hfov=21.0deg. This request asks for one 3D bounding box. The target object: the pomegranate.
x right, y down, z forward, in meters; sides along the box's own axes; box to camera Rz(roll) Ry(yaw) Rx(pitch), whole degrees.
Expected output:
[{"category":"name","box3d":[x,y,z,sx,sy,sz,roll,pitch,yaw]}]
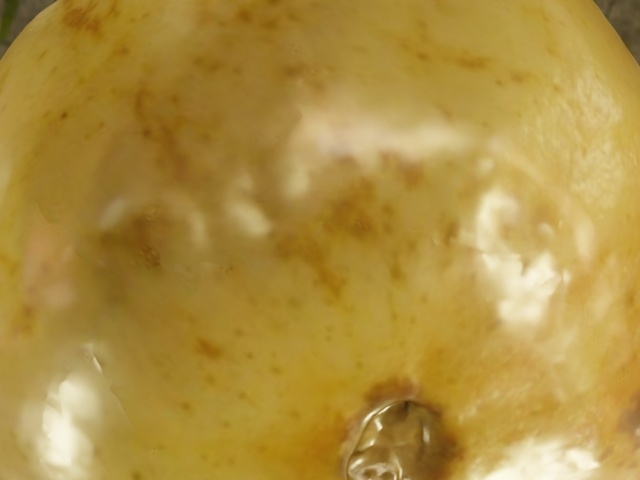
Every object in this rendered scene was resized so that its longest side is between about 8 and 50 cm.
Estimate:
[{"category":"pomegranate","box3d":[0.000,0.000,0.724,0.343,0.342,0.342,-1,136,-1]}]
